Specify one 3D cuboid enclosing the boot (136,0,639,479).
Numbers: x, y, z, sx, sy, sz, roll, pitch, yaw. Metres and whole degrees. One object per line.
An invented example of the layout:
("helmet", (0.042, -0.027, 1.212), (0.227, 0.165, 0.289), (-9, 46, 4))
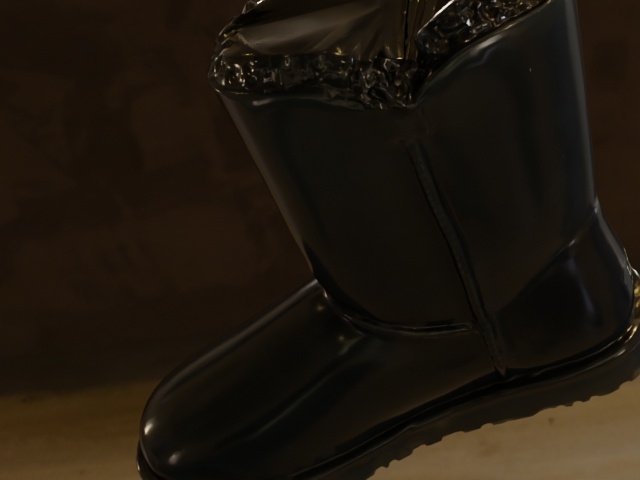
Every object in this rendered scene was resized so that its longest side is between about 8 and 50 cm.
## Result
("boot", (0.000, 0.000, 0.480), (0.246, 0.207, 0.094), (-19, 38, 12))
